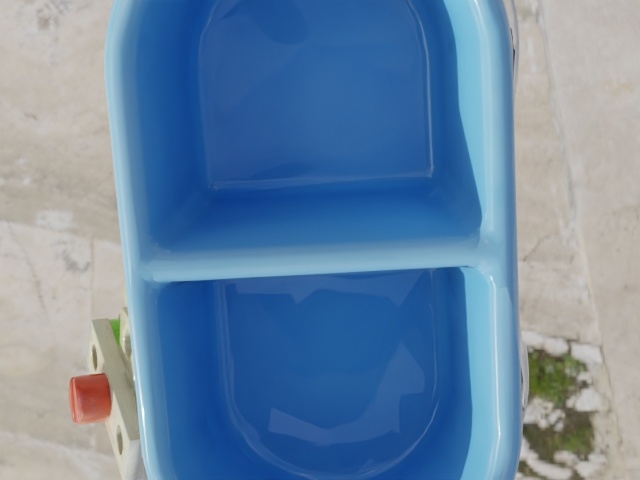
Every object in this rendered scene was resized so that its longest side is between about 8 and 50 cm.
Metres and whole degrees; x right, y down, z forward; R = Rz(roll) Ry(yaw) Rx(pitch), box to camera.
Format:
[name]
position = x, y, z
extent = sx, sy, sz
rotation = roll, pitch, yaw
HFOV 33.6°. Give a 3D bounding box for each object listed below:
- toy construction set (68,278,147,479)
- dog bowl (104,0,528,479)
[toy construction set]
position = -0.029, 0.087, 0.728
extent = 0.328, 0.215, 0.151
rotation = 7, 141, -36
[dog bowl]
position = 0.000, 0.000, 0.401
extent = 0.166, 0.074, 0.297
rotation = -3, 100, 2
